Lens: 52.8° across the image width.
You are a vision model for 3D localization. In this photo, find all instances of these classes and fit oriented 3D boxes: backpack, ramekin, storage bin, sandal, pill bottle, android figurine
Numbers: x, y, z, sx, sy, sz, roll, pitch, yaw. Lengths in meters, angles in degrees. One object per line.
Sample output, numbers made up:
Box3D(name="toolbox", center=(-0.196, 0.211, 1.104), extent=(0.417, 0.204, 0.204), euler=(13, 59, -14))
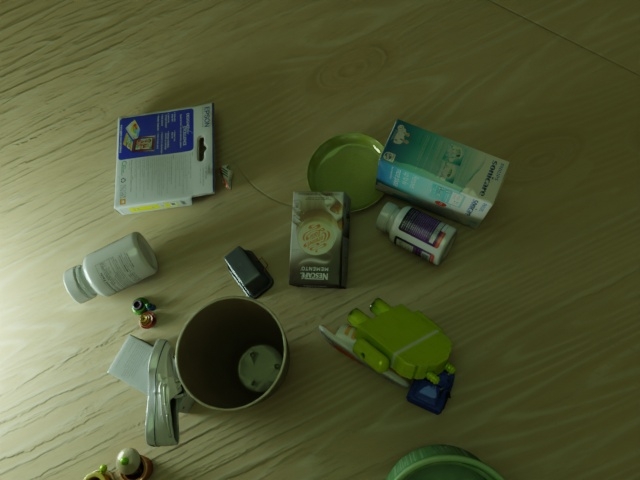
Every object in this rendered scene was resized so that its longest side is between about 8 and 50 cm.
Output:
Box3D(name="backpack", center=(0.273, 0.344, 1.549), extent=(0.098, 0.101, 0.120), euler=(24, 71, 12))
Box3D(name="ramekin", center=(0.269, 0.595, 1.397), extent=(0.304, 0.148, 0.303), euler=(0, 89, 2))
Box3D(name="storage bin", center=(-0.194, 0.077, 1.732), extent=(0.098, 0.091, 0.135), euler=(-37, 70, -4))
Box3D(name="sandal", center=(0.119, 0.271, 1.607), extent=(0.265, 0.102, 0.076), euler=(30, 75, 13))
Box3D(name="pill bottle", center=(0.246, -0.024, 1.675), extent=(0.193, 0.108, 0.108), euler=(28, 78, 18))
Box3D(name="pill bottle", center=(-0.580, 0.080, 1.780), extent=(0.229, 0.131, 0.131), euler=(-26, 69, 1))
Box3D(name="android figurine", center=(0.199, 0.241, 1.541), extent=(0.248, 0.056, 0.273), euler=(-20, 45, -42))

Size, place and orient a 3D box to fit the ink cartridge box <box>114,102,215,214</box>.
Box3D(name="ink cartridge box", center=(-0.451, -0.242, 1.905), extent=(0.307, 0.072, 0.303), euler=(-6, 69, 6))

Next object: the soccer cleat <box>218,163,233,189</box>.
Box3D(name="soccer cleat", center=(-0.268, -0.185, 1.869), extent=(0.036, 0.029, 0.083), euler=(-24, 64, 6))

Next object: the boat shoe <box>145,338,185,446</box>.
Box3D(name="boat shoe", center=(-0.373, 0.373, 1.584), extent=(0.084, 0.095, 0.258), euler=(0, 83, 6))

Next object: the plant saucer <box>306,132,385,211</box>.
Box3D(name="plant saucer", center=(0.082, -0.186, 1.799), extent=(0.241, 0.037, 0.240), euler=(-3, 72, 9))

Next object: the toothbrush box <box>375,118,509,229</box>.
Box3D(name="toothbrush box", center=(0.300, -0.162, 1.637), extent=(0.296, 0.216, 0.126), euler=(22, 77, 7))

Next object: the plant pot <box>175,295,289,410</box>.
Box3D(name="plant pot", center=(-0.179, 0.289, 1.557), extent=(0.257, 0.274, 0.256), euler=(-3, 71, 9))

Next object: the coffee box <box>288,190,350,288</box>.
Box3D(name="coffee box", center=(0.000, 0.000, 1.697), extent=(0.141, 0.098, 0.246), euler=(0, 81, 12))

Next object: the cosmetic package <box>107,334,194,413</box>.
Box3D(name="cosmetic package", center=(-0.424, 0.349, 1.685), extent=(0.231, 0.085, 0.117), euler=(25, 78, 16))

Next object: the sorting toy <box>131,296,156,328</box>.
Box3D(name="sorting toy", center=(-0.487, 0.193, 1.771), extent=(0.061, 0.042, 0.102), euler=(-37, 69, -3))

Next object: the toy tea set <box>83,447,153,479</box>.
Box3D(name="toy tea set", center=(-0.538, 0.670, 1.572), extent=(0.200, 0.124, 0.336), euler=(10, 73, 14))
